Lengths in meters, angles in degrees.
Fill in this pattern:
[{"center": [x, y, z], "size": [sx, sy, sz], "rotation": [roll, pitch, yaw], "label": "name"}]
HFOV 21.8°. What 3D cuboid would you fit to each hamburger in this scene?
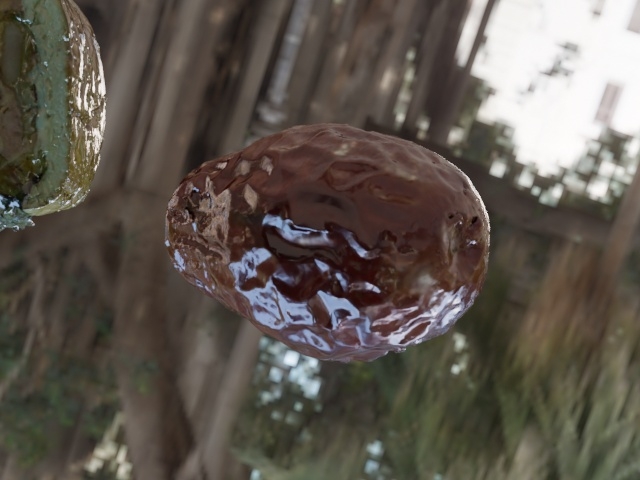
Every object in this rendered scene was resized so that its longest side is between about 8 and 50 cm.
[{"center": [-0.323, -0.165, 1.924], "size": [0.133, 0.308, 0.211], "rotation": [-1, -179, 7], "label": "hamburger"}]

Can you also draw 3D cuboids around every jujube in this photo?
[{"center": [0.000, 0.000, 1.331], "size": [0.290, 0.197, 0.197], "rotation": [6, -178, 43], "label": "jujube"}]
